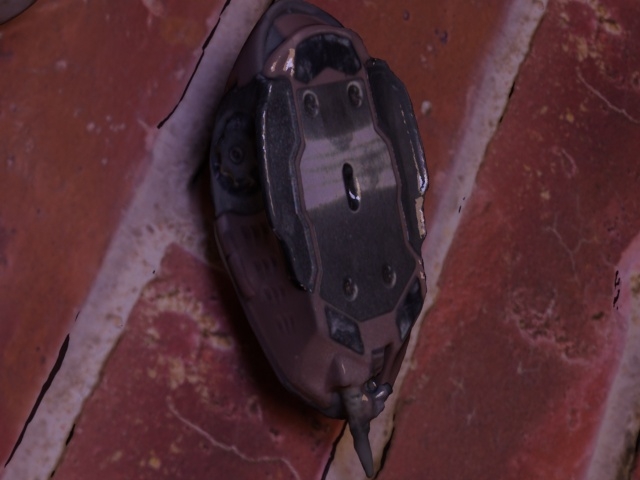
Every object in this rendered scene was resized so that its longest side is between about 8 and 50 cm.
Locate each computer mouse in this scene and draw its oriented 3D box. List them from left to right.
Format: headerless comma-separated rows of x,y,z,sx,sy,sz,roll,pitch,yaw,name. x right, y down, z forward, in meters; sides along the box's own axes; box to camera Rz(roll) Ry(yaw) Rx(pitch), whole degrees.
-0.005,-0.001,1.582,0.199,0.115,0.389,-13,96,-46,computer mouse

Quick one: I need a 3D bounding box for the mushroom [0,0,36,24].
-0.273,-0.272,1.401,0.243,0.243,0.244,10,72,-32,mushroom
